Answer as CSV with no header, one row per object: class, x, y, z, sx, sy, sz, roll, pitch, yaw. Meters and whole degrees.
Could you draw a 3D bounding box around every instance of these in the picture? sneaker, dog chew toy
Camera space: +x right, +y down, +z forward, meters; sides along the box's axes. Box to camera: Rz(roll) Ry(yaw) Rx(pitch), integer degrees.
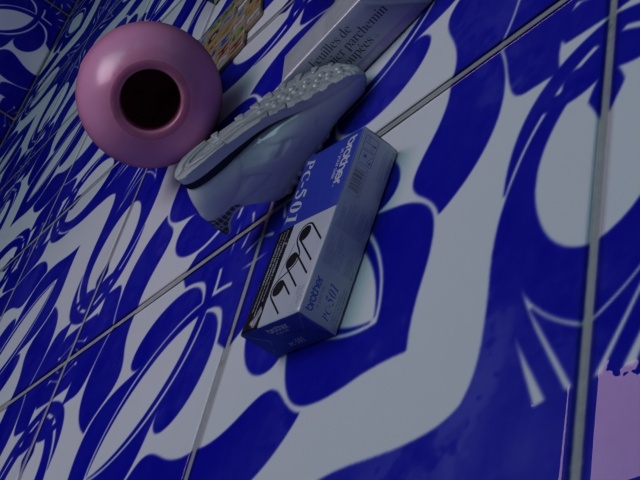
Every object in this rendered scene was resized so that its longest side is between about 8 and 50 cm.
sneaker,-0.042,-0.105,1.269,0.235,0.095,0.090,-34,20,3
dog chew toy,-0.254,-0.221,1.722,0.207,0.206,0.332,-55,14,4

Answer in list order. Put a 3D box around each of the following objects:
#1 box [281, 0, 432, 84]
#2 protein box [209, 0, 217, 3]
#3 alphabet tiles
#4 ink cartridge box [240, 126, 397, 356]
box,0.081,-0.274,1.261,0.324,0.063,0.067,-44,24,29
protein box,-0.254,-0.559,2.161,0.136,0.199,0.201,-54,22,5
alphabet tiles,-0.154,-0.334,1.905,0.198,0.009,0.237,-44,24,27
ink cartridge box,0.000,0.000,1.076,0.097,0.046,0.207,-26,37,50
